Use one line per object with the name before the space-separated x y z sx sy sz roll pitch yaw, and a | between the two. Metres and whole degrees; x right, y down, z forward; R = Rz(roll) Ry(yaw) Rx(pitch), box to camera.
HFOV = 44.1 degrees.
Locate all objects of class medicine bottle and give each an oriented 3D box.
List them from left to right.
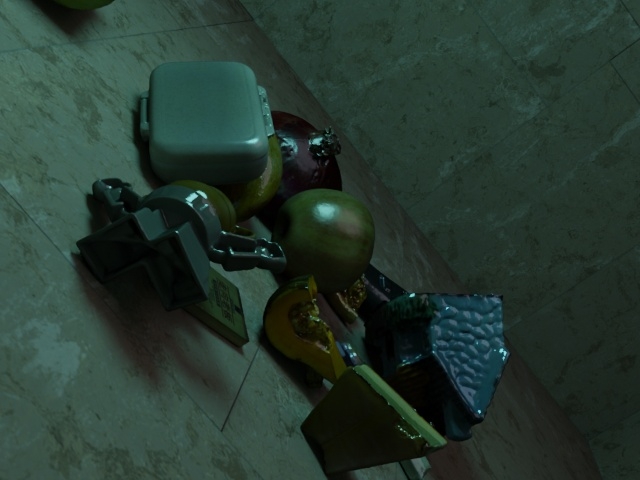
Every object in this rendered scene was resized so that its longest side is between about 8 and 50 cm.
medicine bottle | -0.251 -0.264 1.733 0.375 0.282 0.123 -103 -165 -46

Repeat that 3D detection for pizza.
pizza | 0.060 0.089 2.081 0.056 0.134 0.271 128 -38 -64

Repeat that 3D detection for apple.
apple | 0.000 0.000 1.900 0.234 0.257 0.257 12 34 -23

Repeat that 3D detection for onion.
onion | -0.054 -0.204 2.086 0.347 0.285 0.347 37 37 -34

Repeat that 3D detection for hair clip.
hair clip | 0.081 0.314 1.727 0.137 0.090 0.278 56 13 -23

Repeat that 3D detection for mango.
mango | -0.185 -0.170 1.839 0.146 0.193 0.316 78 6 -47

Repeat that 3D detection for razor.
razor | 0.139 0.133 2.244 0.327 0.107 0.189 43 20 -17

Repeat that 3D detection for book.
book | -0.224 0.085 1.454 0.231 0.026 0.161 42 19 -36

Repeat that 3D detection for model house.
model house | 0.280 0.338 1.960 0.360 0.297 0.339 123 -34 -64

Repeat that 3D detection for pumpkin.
pumpkin | -0.038 0.196 1.610 0.131 0.126 0.248 -86 156 -78

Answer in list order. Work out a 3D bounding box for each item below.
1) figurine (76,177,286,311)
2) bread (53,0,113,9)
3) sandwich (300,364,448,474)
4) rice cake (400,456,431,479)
figurine | -0.231 -0.014 1.308 0.342 0.167 0.285 41 25 -5
bread | -0.514 -0.680 1.716 0.348 0.348 0.307 44 23 -31
sandwich | 0.093 0.367 1.462 0.220 0.186 0.108 41 11 20
rice cake | 0.171 0.431 1.801 0.057 0.052 0.256 19 37 -59
